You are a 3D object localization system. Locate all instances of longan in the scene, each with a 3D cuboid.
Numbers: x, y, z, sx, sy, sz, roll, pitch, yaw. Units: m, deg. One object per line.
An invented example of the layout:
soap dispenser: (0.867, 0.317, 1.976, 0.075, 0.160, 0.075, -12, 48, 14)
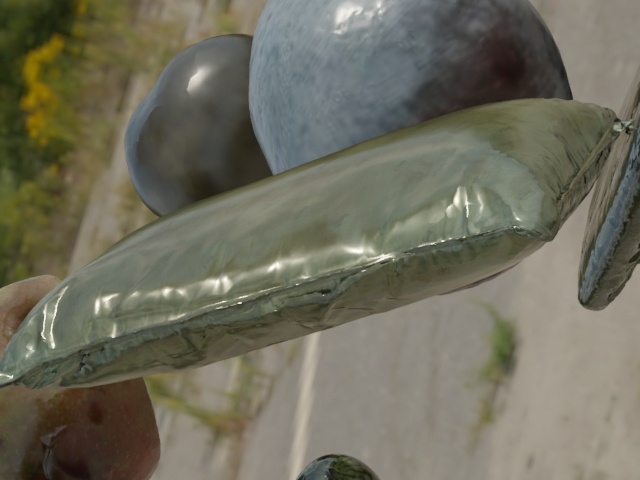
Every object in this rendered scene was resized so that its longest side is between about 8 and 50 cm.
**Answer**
longan: (-0.085, -0.091, 1.761, 0.212, 0.198, 0.198, -35, 25, 17)

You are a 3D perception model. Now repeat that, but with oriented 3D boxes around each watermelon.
watermelon: (0.016, 0.202, 1.352, 0.078, 0.078, 0.110, -87, -19, -51)

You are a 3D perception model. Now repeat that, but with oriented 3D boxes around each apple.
apple: (-0.240, 0.147, 1.586, 0.174, 0.207, 0.188, -59, -26, -34)

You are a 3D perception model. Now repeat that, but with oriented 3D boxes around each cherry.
cherry: (0.062, -0.089, 1.301, 0.218, 0.255, 0.296, -40, 40, -6)

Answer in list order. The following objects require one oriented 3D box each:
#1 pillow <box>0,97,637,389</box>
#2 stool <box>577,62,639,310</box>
pillow: (0.000, 0.000, 0.906, 0.075, 0.302, 0.185, 69, -156, -12)
stool: (0.361, -0.092, 1.502, 0.310, 0.226, 0.310, 99, -168, -60)
